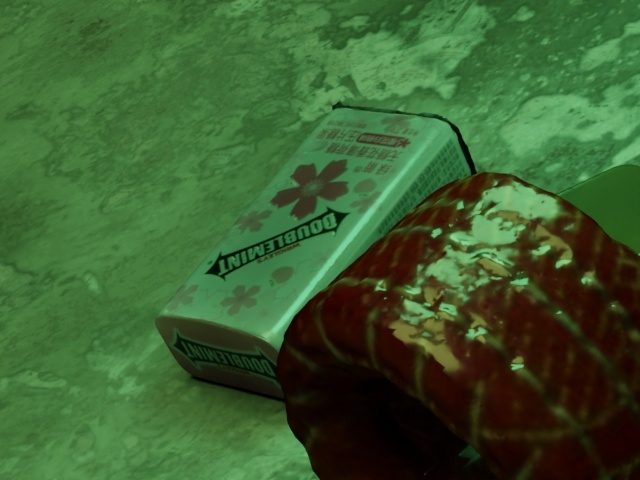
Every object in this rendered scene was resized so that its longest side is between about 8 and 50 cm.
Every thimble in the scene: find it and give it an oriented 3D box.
[{"bbox_3d":[0.146,0.139,1.587,0.230,0.350,0.350,-39,37,-28],"label":"thimble"}]

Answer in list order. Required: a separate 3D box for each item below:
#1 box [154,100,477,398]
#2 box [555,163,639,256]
[{"bbox_3d":[0.000,0.000,2.046,0.190,0.112,0.370,10,50,38],"label":"box"},{"bbox_3d":[0.260,0.027,1.863,0.201,0.090,0.144,-26,35,1],"label":"box"}]
